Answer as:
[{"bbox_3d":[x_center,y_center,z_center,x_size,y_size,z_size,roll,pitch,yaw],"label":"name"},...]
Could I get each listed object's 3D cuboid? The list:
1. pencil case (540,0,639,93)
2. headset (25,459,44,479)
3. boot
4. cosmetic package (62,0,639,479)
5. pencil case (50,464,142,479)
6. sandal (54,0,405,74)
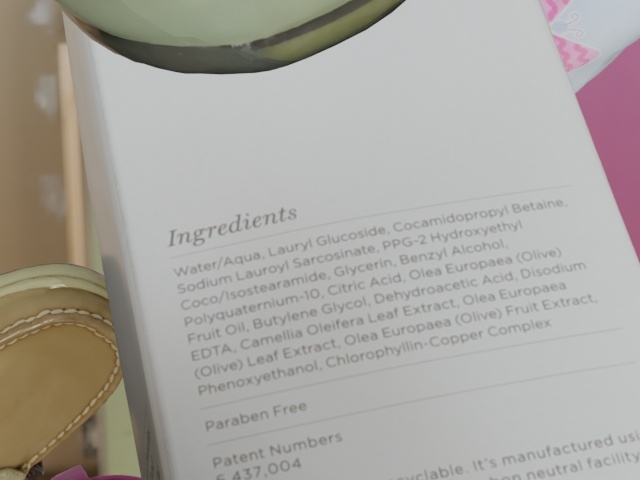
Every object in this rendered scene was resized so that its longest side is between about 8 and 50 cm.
[{"bbox_3d":[0.157,-0.175,0.853,0.273,0.124,0.113,-42,-173,35],"label":"pencil case"},{"bbox_3d":[-0.258,0.230,1.054,0.185,0.243,0.394,-6,-170,-1],"label":"headset"},{"bbox_3d":[-0.178,0.142,0.718,0.262,0.095,0.203,-34,-144,10],"label":"boot"},{"bbox_3d":[0.000,0.000,0.578,0.155,0.365,0.197,-9,149,-6],"label":"cosmetic package"},{"bbox_3d":[-0.118,0.237,0.958,0.095,0.209,0.098,-16,-155,-39],"label":"pencil case"},{"bbox_3d":[0.029,-0.171,0.360,0.120,0.303,0.086,13,153,28],"label":"sandal"}]
